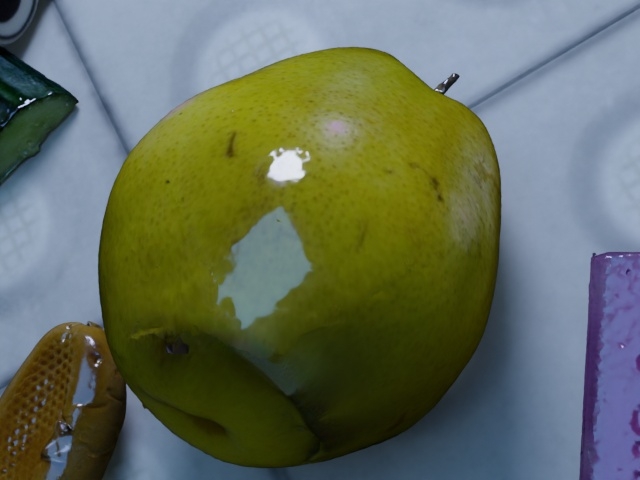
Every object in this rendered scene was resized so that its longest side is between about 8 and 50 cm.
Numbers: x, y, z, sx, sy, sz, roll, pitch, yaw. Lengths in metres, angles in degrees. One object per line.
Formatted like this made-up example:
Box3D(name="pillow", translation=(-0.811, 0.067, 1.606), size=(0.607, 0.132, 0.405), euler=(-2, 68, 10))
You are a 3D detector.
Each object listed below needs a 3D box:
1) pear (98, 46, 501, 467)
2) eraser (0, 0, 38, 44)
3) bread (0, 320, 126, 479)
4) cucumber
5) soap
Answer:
Box3D(name="pear", translation=(-0.010, -0.004, 0.983), size=(0.285, 0.285, 0.336), euler=(5, 73, 18))
Box3D(name="eraser", translation=(-0.383, -0.286, 1.284), size=(0.290, 0.087, 0.171), euler=(20, 70, 22))
Box3D(name="bread", translation=(-0.213, 0.157, 1.099), size=(0.114, 0.077, 0.189), euler=(20, 80, 42))
Box3D(name="cucumber", translation=(-0.297, -0.116, 1.222), size=(0.115, 0.062, 0.116), euler=(34, 83, 27))
Box3D(name="soap", translation=(0.271, 0.141, 0.951), size=(0.181, 0.081, 0.259), euler=(3, 74, 18))
